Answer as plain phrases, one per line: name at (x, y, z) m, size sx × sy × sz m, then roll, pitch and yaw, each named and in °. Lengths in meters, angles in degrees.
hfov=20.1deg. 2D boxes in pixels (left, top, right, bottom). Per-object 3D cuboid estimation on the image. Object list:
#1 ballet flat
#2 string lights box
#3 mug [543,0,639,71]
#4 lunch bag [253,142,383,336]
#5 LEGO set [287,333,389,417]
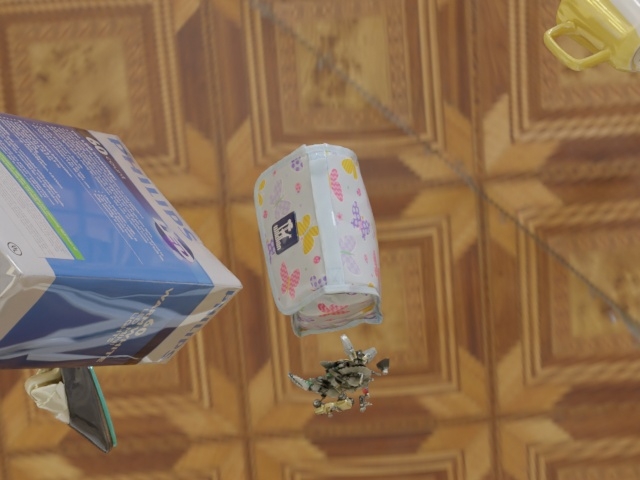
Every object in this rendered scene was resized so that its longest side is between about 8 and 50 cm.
ballet flat at (-0.238, 0.103, 1.617) m, size 0.074 × 0.074 × 0.203 m, roll -10°, pitch 107°, yaw 4°
string lights box at (-0.157, -0.001, 0.995) m, size 0.077 × 0.259 × 0.133 m, roll -45°, pitch 73°, yaw 14°
mug at (0.200, -0.143, 1.235) m, size 0.078 × 0.062 × 0.064 m, roll -45°, pitch 59°, yaw 9°
lunch bag at (0.000, 0.000, 0.808) m, size 0.053 × 0.083 × 0.071 m, roll -9°, pitch 77°, yaw -2°
LEGO set at (0.014, 0.080, 0.980) m, size 0.054 × 0.023 × 0.083 m, roll -14°, pitch 149°, yaw 11°
